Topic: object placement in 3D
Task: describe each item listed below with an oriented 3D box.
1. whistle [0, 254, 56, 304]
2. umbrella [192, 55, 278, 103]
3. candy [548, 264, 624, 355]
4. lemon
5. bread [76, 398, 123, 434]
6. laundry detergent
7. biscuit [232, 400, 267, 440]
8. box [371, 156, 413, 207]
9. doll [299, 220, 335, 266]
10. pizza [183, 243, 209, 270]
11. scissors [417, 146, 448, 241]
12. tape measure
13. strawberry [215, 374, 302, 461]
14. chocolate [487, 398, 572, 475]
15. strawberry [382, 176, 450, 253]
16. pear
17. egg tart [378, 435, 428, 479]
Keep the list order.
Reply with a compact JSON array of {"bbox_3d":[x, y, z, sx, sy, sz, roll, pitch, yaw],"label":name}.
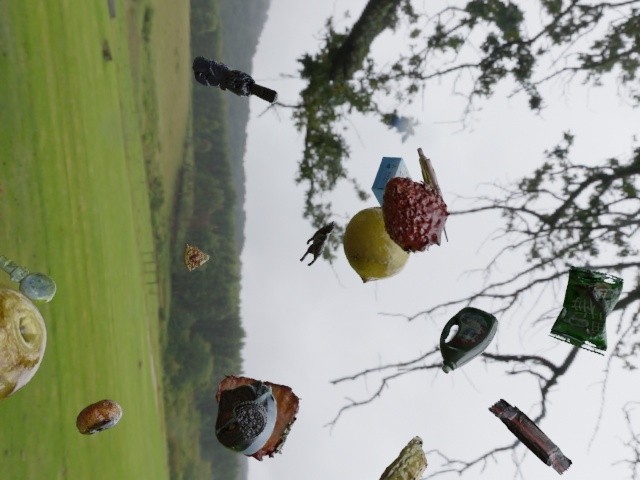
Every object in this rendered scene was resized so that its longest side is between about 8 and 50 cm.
[{"bbox_3d":[-0.903,0.120,1.822,0.057,0.198,0.104,-48,-172,34],"label":"whistle"},{"bbox_3d":[-0.193,-0.354,1.353,0.248,0.071,0.071,29,-41,22],"label":"umbrella"},{"bbox_3d":[0.677,0.175,1.513,0.078,0.141,0.203,7,100,-67],"label":"candy"},{"bbox_3d":[0.186,0.002,1.963,0.228,0.228,0.254,106,-14,-61],"label":"lemon"},{"bbox_3d":[-0.730,0.583,1.965,0.269,0.139,0.095,-42,-124,58],"label":"bread"},{"bbox_3d":[0.390,0.279,1.653,0.137,0.211,0.063,23,-32,39],"label":"laundry detergent"},{"bbox_3d":[-0.158,0.397,1.319,0.089,0.087,0.027,-66,-160,9],"label":"biscuit"},{"bbox_3d":[0.270,-0.176,2.141,0.232,0.083,0.143,52,51,-49],"label":"box"},{"bbox_3d":[0.000,0.000,2.138,0.165,0.057,0.139,-47,-165,41],"label":"doll"},{"bbox_3d":[-0.376,0.050,1.813,0.025,0.078,0.083,-135,-141,-80],"label":"pizza"},{"bbox_3d":[0.347,-0.124,1.793,0.160,0.024,0.318,-107,176,-59],"label":"scissors"},{"bbox_3d":[-0.199,0.475,1.595,0.182,0.107,0.181,-23,-134,39],"label":"tape measure"},{"bbox_3d":[-0.216,0.587,1.994,0.150,0.280,0.254,89,14,-81],"label":"strawberry"},{"bbox_3d":[0.417,0.390,1.193,0.182,0.086,0.028,44,-62,26],"label":"chocolate"},{"bbox_3d":[0.233,-0.073,1.541,0.201,0.187,0.184,50,-22,-16],"label":"strawberry"},{"bbox_3d":[-0.707,0.209,1.213,0.280,0.280,0.281,175,-90,-79],"label":"pear"},{"bbox_3d":[0.240,0.652,1.694,0.090,0.212,0.213,33,-40,25],"label":"egg tart"}]
